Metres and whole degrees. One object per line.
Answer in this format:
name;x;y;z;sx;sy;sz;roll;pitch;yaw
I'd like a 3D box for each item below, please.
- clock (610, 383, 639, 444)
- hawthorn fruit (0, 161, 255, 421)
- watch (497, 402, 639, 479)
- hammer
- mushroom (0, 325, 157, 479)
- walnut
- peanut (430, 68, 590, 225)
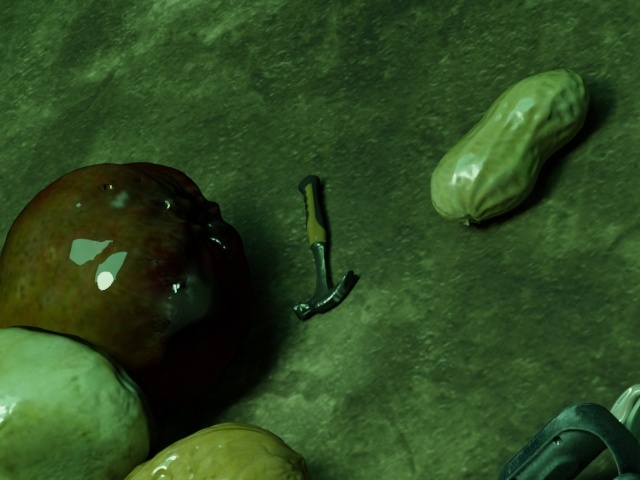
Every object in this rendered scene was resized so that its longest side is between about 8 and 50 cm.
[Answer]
clock;0.344;0.181;1.697;0.151;0.062;0.191;-36;40;9
hawthorn fruit;-0.234;0.067;2.086;0.324;0.308;0.308;-28;41;-3
watch;0.224;0.254;1.676;0.206;0.068;0.193;-48;35;37
hammer;0.000;0.000;2.160;0.078;0.021;0.201;-25;44;20
mushroom;-0.318;0.203;1.929;0.267;0.189;0.164;17;39;13
walnut;-0.111;0.281;1.886;0.225;0.193;0.193;-36;41;8
peanut;0.206;-0.102;2.031;0.214;0.090;0.098;-49;29;-6
